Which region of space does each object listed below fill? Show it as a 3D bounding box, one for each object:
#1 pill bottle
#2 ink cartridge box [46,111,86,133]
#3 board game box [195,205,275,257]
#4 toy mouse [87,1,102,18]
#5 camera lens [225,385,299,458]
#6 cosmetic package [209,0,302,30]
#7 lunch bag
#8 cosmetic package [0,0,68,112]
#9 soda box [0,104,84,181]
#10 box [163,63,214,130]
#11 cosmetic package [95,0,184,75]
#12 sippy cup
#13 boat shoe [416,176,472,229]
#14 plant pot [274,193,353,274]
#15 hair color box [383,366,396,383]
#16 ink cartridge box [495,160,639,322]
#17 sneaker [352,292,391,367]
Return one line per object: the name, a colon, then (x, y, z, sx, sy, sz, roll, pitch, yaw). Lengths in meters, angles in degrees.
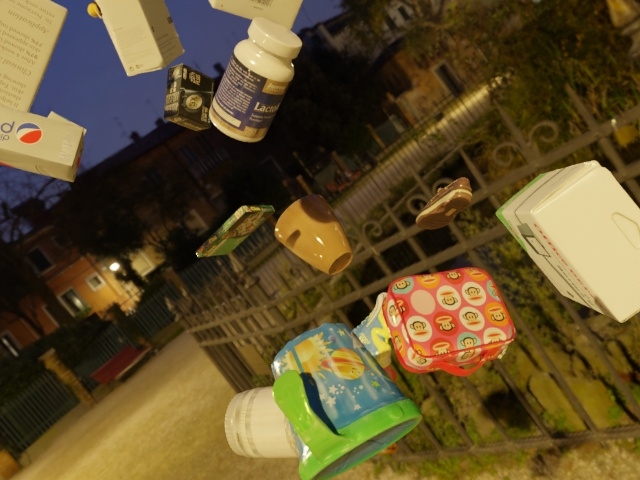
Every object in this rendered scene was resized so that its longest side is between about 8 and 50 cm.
pill bottle: (-0.155, -0.383, 1.355, 0.265, 0.153, 0.153, -58, -7, 34)
ink cartridge box: (-0.638, -0.246, 1.378, 0.122, 0.088, 0.052, -30, 39, 46)
board game box: (-0.271, -0.028, 1.790, 0.259, 0.030, 0.136, -39, -17, 32)
toy mouse: (-0.634, -0.671, 1.515, 0.031, 0.143, 0.161, -24, 32, -5)
camera lens: (-0.133, 0.571, 1.783, 0.274, 0.219, 0.219, -12, 17, 25)
cosmetic package: (-0.184, -0.671, 1.432, 0.224, 0.225, 0.138, 2, -49, -36)
lunch bag: (0.315, 0.205, 1.368, 0.293, 0.258, 0.120, -6, -36, -16)
cosmetic package: (-0.872, -0.431, 1.367, 0.327, 0.329, 0.394, 3, 72, 53)
soda box: (-0.631, -0.207, 1.127, 0.098, 0.286, 0.091, 145, 135, -63)
box: (-0.445, -0.483, 1.920, 0.077, 0.180, 0.147, -2, -10, 37)
cosmetic package: (-0.634, -0.787, 1.925, 0.156, 0.385, 0.217, -10, 30, 13)
sippy cup: (0.028, 0.280, 1.025, 0.240, 0.224, 0.305, -23, -28, -18)
boat shoe: (0.392, -0.117, 1.777, 0.257, 0.095, 0.095, -38, 37, 57)
plant pot: (0.000, 0.000, 2.083, 0.237, 0.254, 0.237, -32, -28, -19)
hair color box: (0.142, 0.384, 1.687, 0.093, 0.167, 0.053, -21, 37, 33)
ink cartridge box: (0.418, -0.005, 0.920, 0.121, 0.211, 0.289, -39, -4, 8)
sneaker: (0.143, 0.247, 1.623, 0.091, 0.126, 0.240, 91, -176, -48)
